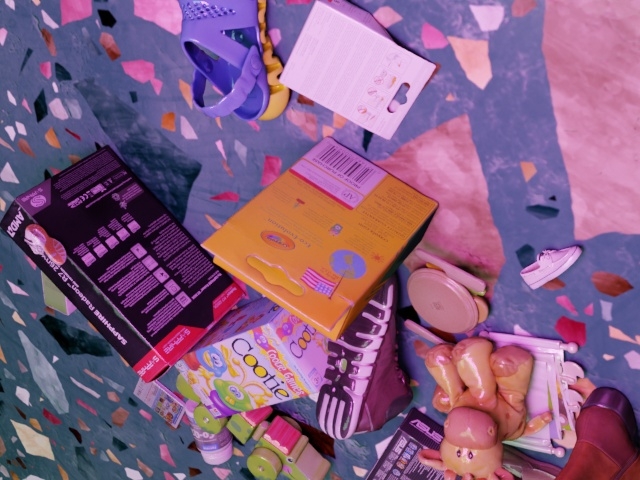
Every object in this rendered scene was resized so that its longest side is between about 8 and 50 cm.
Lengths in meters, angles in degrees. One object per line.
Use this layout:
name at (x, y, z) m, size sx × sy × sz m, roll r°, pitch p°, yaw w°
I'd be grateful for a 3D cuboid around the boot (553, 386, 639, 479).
boot at (0.395, 0.382, 1.188) m, size 0.096 × 0.280 × 0.264 m, roll -7°, pitch 115°, yaw 38°

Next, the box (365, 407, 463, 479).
box at (0.192, 0.443, 1.528) m, size 0.216 × 0.060 × 0.270 m, roll 32°, pitch 133°, yaw 12°

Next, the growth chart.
growth chart at (0.314, 0.236, 1.328) m, size 0.171 × 0.021 × 0.237 m, roll 12°, pitch 126°, yaw 28°

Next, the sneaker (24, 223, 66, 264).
sneaker at (-0.433, 0.012, 1.377) m, size 0.083 × 0.032 × 0.037 m, roll 45°, pitch 129°, yaw 11°

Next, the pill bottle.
pill bottle at (-0.221, 0.379, 1.760) m, size 0.078 × 0.078 × 0.137 m, roll 7°, pitch 123°, yaw 31°

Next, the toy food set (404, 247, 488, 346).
toy food set at (0.190, 0.089, 1.310) m, size 0.132 × 0.038 × 0.192 m, roll 30°, pitch 143°, yaw 22°

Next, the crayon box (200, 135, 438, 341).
crayon box at (0.000, 0.000, 1.180) m, size 0.202 × 0.318 × 0.081 m, roll 33°, pitch 133°, yaw 13°

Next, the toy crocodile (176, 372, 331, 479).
toy crocodile at (-0.126, 0.341, 1.642) m, size 0.340 × 0.115 × 0.105 m, roll 38°, pitch 133°, yaw 8°

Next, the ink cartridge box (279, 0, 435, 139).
ink cartridge box at (0.050, -0.238, 1.191) m, size 0.179 × 0.045 × 0.145 m, roll 26°, pitch 133°, yaw -6°

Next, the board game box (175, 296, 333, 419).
board game box at (-0.099, 0.191, 1.501) m, size 0.275 × 0.144 × 0.142 m, roll -24°, pitch 104°, yaw 43°

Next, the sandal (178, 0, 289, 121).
sandal at (-0.142, -0.298, 1.206) m, size 0.126 × 0.138 × 0.318 m, roll -3°, pitch 116°, yaw 39°

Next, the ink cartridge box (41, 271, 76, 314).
ink cartridge box at (-0.480, 0.028, 1.682) m, size 0.062 × 0.109 × 0.209 m, roll 23°, pitch 130°, yaw 20°

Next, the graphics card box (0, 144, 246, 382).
graphics card box at (-0.332, 0.035, 1.497) m, size 0.371 × 0.233 × 0.094 m, roll 48°, pitch 133°, yaw -3°

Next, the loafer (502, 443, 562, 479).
loafer at (0.335, 0.378, 1.389) m, size 0.148 × 0.050 × 0.056 m, roll 21°, pitch 130°, yaw 22°

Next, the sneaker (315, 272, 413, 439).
sneaker at (0.094, 0.177, 1.395) m, size 0.106 × 0.162 × 0.282 m, roll 21°, pitch 97°, yaw 46°

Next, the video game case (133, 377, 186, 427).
video game case at (-0.342, 0.340, 1.865) m, size 0.122 × 0.011 × 0.087 m, roll 37°, pitch 133°, yaw 8°

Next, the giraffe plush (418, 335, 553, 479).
giraffe plush at (0.224, 0.268, 1.272) m, size 0.181 × 0.170 × 0.210 m, roll -16°, pitch 113°, yaw 39°

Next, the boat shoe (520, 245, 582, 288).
boat shoe at (0.309, 0.030, 1.184) m, size 0.035 × 0.035 × 0.100 m, roll 44°, pitch 141°, yaw -2°
